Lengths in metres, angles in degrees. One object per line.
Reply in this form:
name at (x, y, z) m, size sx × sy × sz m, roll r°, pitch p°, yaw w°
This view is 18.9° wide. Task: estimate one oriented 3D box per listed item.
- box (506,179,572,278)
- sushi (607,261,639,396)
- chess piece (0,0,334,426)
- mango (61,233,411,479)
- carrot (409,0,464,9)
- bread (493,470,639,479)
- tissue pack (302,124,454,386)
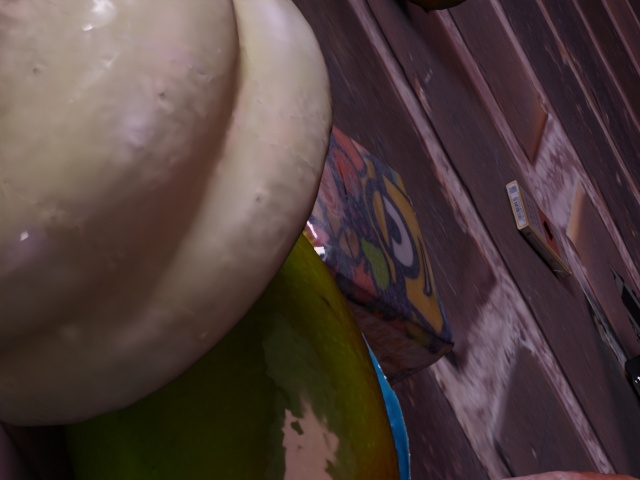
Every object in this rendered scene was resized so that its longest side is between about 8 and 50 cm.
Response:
box at (0.171, -0.008, 1.509) m, size 0.083 × 0.012 × 0.046 m, roll 45°, pitch 25°, yaw -47°
sushi at (0.298, 0.164, 1.589) m, size 0.219 × 0.047 × 0.231 m, roll 44°, pitch 22°, yaw -38°
chess piece at (-0.144, -0.085, 0.489) m, size 0.299 × 0.167 × 0.167 m, roll 41°, pitch 29°, yaw -42°
mango at (-0.037, 0.048, 0.679) m, size 0.233 × 0.111 × 0.125 m, roll -115°, pitch -178°, yaw -47°
carrot at (0.018, -0.269, 1.355) m, size 0.298 × 0.078 × 0.078 m, roll 43°, pitch 27°, yaw -37°
bread at (0.159, 0.235, 0.959) m, size 0.190 × 0.123 × 0.244 m, roll 34°, pitch 36°, yaw -61°
tissue pack at (0.000, 0.000, 0.923) m, size 0.148 × 0.060 × 0.109 m, roll 33°, pitch 34°, yaw -57°
